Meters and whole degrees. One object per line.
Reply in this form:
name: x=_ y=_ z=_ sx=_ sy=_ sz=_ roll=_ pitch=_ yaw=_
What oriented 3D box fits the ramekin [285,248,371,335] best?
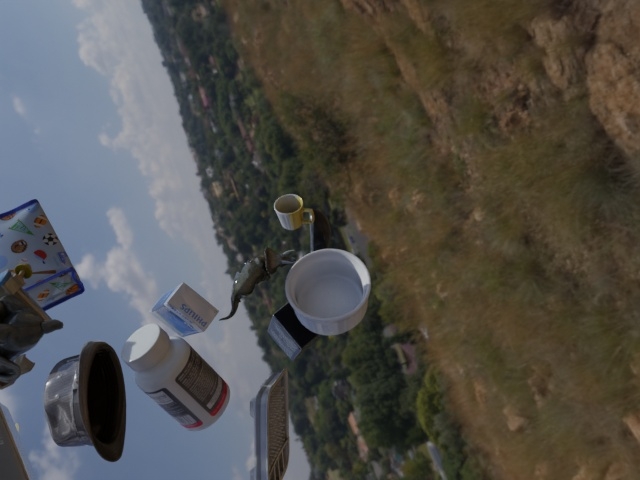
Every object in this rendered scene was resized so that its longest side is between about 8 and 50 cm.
ramekin: x=0.029 y=0.176 z=1.895 sx=0.135 sy=0.277 sz=0.277 roll=82 pitch=166 yaw=-51

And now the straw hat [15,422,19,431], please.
straw hat: x=-0.840 y=0.542 z=1.501 sx=0.061 sy=0.144 sz=0.144 roll=22 pitch=-155 yaw=-34

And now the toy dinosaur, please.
toy dinosaur: x=-0.230 y=0.121 z=1.860 sx=0.121 sy=0.313 sz=0.160 roll=50 pitch=163 yaw=6

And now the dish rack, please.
dish rack: x=-0.155 y=0.576 z=1.752 sx=0.285 sy=0.072 sz=0.333 roll=-22 pitch=-67 yaw=-80

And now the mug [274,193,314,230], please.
mug: x=-0.059 y=-0.052 z=1.236 sx=0.078 sy=0.062 sz=0.064 roll=36 pitch=150 yaw=34

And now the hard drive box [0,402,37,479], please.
hard drive box: x=-0.596 y=0.432 z=1.079 sx=0.232 sy=0.089 sz=0.181 roll=62 pitch=152 yaw=8

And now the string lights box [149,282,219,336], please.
string lights box: x=-0.403 y=0.208 z=1.684 sx=0.133 sy=0.077 sz=0.259 roll=42 pitch=153 yaw=-13

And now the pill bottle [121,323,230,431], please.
pill bottle: x=-0.412 y=0.385 z=1.638 sx=0.318 sy=0.176 sz=0.176 roll=57 pitch=180 yaw=-33

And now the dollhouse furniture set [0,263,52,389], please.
dollhouse furniture set: x=-0.819 y=0.199 z=1.574 sx=0.286 sy=0.303 sz=0.198 roll=57 pitch=-164 yaw=-30

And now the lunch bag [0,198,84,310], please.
lunch bag: x=-1.052 y=0.104 z=1.938 sx=0.328 sy=0.385 sz=0.239 roll=53 pitch=156 yaw=20

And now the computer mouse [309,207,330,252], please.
computer mouse: x=0.000 y=0.000 z=2.068 sx=0.188 sy=0.072 sz=0.272 roll=-97 pitch=4 yaw=-49

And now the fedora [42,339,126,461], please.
fedora: x=-0.533 y=0.364 z=1.295 sx=0.244 sy=0.124 sz=0.275 roll=79 pitch=-179 yaw=-67

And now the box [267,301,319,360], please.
box: x=-0.027 y=0.301 z=2.365 sx=0.179 sy=0.343 sz=0.312 roll=49 pitch=159 yaw=10

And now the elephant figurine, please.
elephant figurine: x=-0.780 y=0.263 z=1.405 sx=0.186 sy=0.169 sz=0.239 roll=35 pitch=116 yaw=16
